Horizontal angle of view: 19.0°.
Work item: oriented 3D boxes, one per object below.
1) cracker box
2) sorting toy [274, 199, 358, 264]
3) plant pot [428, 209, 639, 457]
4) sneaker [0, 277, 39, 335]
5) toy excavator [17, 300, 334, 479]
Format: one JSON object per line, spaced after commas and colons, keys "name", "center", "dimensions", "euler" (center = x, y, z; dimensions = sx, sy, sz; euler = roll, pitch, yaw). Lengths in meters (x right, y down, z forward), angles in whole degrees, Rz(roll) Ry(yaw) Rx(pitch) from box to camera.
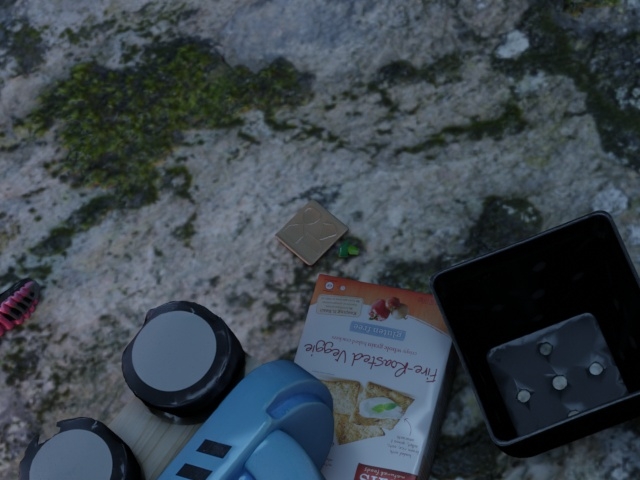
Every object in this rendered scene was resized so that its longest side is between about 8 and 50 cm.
{"name": "cracker box", "center": [0.046, 0.161, 1.935], "dimensions": [0.155, 0.067, 0.232], "euler": [10, 69, 15]}
{"name": "sorting toy", "center": [0.000, 0.000, 2.045], "dimensions": [0.062, 0.012, 0.083], "euler": [-42, 63, -15]}
{"name": "plant pot", "center": [0.232, 0.113, 1.870], "dimensions": [0.187, 0.167, 0.188], "euler": [-21, 64, 0]}
{"name": "sneaker", "center": [-0.356, 0.078, 2.059], "dimensions": [0.119, 0.047, 0.057], "euler": [-43, 55, -11]}
{"name": "toy excavator", "center": [-0.071, 0.337, 1.708], "dimensions": [0.445, 0.222, 0.433], "euler": [33, 76, 27]}
